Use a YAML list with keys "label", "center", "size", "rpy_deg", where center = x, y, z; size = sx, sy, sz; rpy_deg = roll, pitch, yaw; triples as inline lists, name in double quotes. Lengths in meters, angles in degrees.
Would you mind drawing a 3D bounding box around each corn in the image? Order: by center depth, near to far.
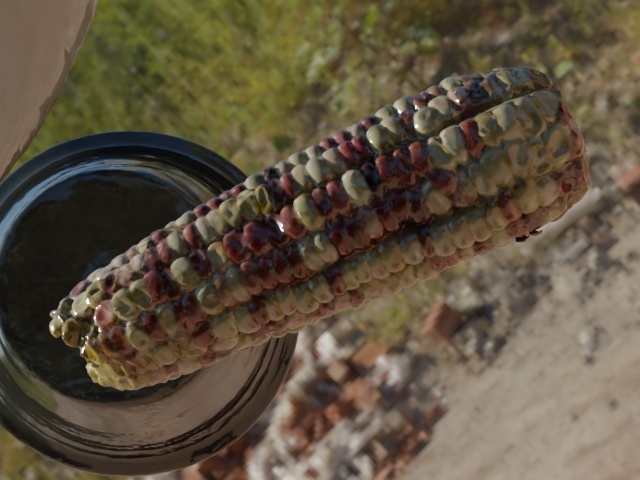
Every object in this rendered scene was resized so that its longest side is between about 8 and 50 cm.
- label: "corn"
  center: [0.000, 0.000, 0.630]
  size: [0.237, 0.080, 0.079]
  rpy_deg: [-27, 9, 4]

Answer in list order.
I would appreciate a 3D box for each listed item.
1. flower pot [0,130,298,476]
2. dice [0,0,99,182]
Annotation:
- label: "flower pot"
  center: [-0.125, 0.033, 0.932]
  size: [0.235, 0.235, 0.148]
  rpy_deg: [-45, -2, -8]
- label: "dice"
  center: [-0.166, -0.106, 0.339]
  size: [0.191, 0.194, 0.193]
  rpy_deg: [5, 64, 22]
